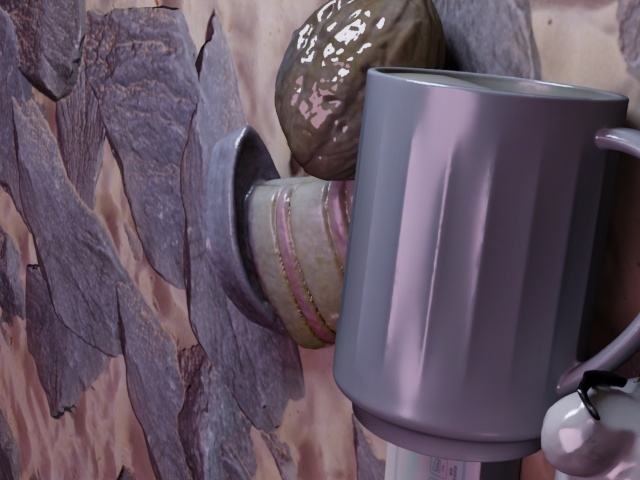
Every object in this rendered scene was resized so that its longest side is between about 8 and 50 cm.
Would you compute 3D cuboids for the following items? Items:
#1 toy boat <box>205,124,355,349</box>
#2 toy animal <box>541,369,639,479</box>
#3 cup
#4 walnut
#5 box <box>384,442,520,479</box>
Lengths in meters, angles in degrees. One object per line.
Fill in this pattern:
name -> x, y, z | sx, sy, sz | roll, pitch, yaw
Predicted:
toy boat -> -0.021, 0.012, 1.212 | 0.293, 0.111, 0.276 | 19, 117, 35
toy animal -> 0.257, 0.269, 0.866 | 0.257, 0.194, 0.357 | 26, 127, 2
cup -> 0.172, 0.023, 0.898 | 0.322, 0.236, 0.327 | 16, 106, 40
walnut -> 0.044, -0.173, 1.055 | 0.178, 0.178, 0.230 | 41, 106, 37
box -> 0.140, 0.286, 1.080 | 0.135, 0.079, 0.270 | 15, 106, 46
